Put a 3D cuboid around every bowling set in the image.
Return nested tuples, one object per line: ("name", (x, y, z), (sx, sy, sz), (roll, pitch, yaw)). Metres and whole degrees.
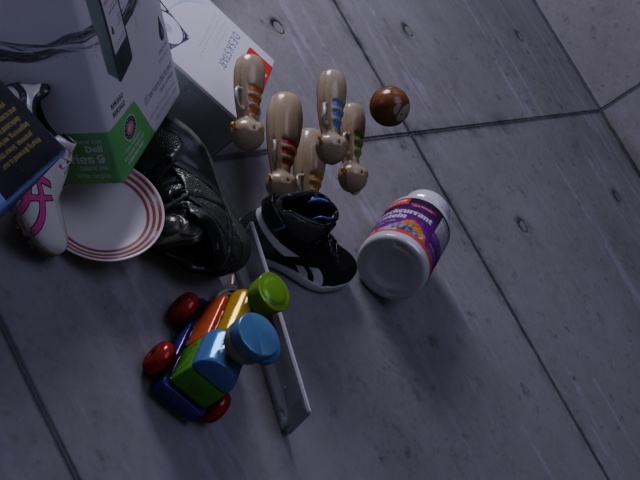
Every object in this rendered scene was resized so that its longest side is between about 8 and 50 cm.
("bowling set", (0.013, -0.129, 1.418), (0.287, 0.200, 0.154), (40, 47, -59))

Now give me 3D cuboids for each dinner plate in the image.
("dinner plate", (-0.245, -0.033, 1.217), (0.141, 0.017, 0.141), (11, 52, -14))

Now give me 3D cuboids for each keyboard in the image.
("keyboard", (-0.062, 0.103, 1.317), (0.014, 0.072, 0.256), (-2, 61, -34))

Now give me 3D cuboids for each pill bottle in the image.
("pill bottle", (0.132, -0.002, 1.624), (0.108, 0.108, 0.193), (50, 33, -8))

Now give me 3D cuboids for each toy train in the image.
("toy train", (-0.091, 0.079, 1.232), (0.105, 0.143, 0.248), (44, 34, -18))

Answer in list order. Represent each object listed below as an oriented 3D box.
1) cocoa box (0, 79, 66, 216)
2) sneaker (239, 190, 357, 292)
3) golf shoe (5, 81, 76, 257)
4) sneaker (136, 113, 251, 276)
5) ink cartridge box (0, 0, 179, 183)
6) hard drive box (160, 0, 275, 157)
("cocoa box", (-0.410, -0.022, 0.830), (0.228, 0.231, 0.347), (48, 33, -12))
("sneaker", (0.000, 0.000, 1.440), (0.217, 0.121, 0.079), (20, 48, -42))
("golf shoe", (-0.288, -0.070, 1.117), (0.067, 0.086, 0.186), (-115, -171, -68))
("sneaker", (-0.171, -0.057, 1.287), (0.227, 0.087, 0.130), (62, 15, 2))
("ink cartridge box", (-0.263, -0.235, 1.178), (0.211, 0.122, 0.289), (-71, 158, -51))
("hard drive box", (-0.188, -0.249, 1.452), (0.232, 0.089, 0.181), (41, 36, -22))
